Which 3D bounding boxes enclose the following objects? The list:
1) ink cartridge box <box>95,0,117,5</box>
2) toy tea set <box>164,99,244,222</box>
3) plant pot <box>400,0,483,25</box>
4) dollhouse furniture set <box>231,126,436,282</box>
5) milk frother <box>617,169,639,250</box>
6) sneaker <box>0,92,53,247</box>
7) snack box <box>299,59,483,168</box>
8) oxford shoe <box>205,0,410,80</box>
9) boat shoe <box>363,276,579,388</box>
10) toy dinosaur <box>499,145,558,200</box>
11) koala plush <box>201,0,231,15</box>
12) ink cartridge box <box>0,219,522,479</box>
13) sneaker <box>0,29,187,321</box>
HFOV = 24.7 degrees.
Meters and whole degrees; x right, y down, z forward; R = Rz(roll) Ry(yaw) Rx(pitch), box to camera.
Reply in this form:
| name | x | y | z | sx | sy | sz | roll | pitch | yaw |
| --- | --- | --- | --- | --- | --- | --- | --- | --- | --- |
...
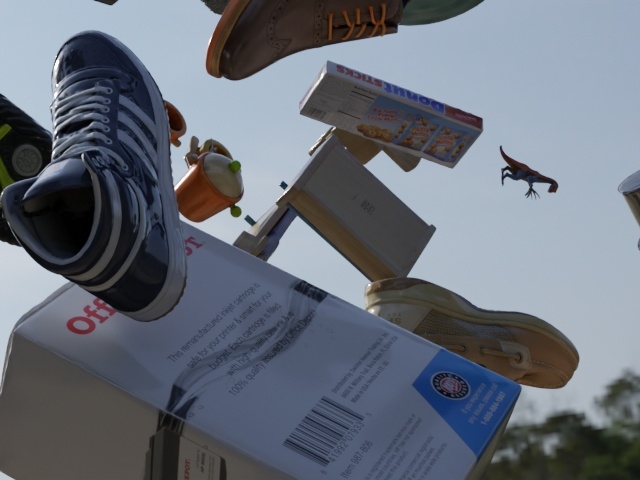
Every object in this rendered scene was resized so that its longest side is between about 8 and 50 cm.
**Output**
| name | x | y | z | sx | sy | sz | roll | pitch | yaw |
| --- | --- | --- | --- | --- | --- | --- | --- | --- | --- |
| ink cartridge box | -0.363 | -0.452 | 2.083 | 0.304 | 0.072 | 0.307 | 15 | -19 | -30 |
| toy tea set | -0.237 | -0.173 | 2.325 | 0.336 | 0.200 | 0.124 | 37 | -57 | -28 |
| plant pot | 0.143 | -0.505 | 2.244 | 0.293 | 0.293 | 0.196 | -9 | -34 | 6 |
| dollhouse furniture set | 0.000 | 0.000 | 2.114 | 0.303 | 0.198 | 0.286 | -41 | 9 | 43 |
| milk frother | 0.483 | -0.040 | 2.117 | 0.143 | 0.134 | 0.129 | -15 | 20 | 48 |
| sneaker | -0.318 | -0.039 | 1.817 | 0.145 | 0.385 | 0.147 | -47 | -1 | 9 |
| snack box | 0.072 | -0.125 | 1.468 | 0.178 | 0.022 | 0.064 | 18 | -45 | -19 |
| oxford shoe | 0.022 | -0.286 | 1.709 | 0.364 | 0.133 | 0.130 | -40 | -22 | -22 |
| boat shoe | 0.180 | 0.141 | 1.755 | 0.341 | 0.110 | 0.122 | 20 | -27 | -36 |
| toy dinosaur | 0.305 | -0.093 | 2.130 | 0.082 | 0.090 | 0.047 | -4 | 21 | 9 |
| koala plush | -0.084 | -0.455 | 2.284 | 0.203 | 0.196 | 0.221 | -47 | 12 | -27 |
| ink cartridge box | -0.056 | 0.166 | 1.332 | 0.395 | 0.166 | 0.285 | 26 | 30 | 14 |
| sneaker | -0.199 | -0.078 | 1.224 | 0.099 | 0.282 | 0.153 | -25 | -25 | 19 |
